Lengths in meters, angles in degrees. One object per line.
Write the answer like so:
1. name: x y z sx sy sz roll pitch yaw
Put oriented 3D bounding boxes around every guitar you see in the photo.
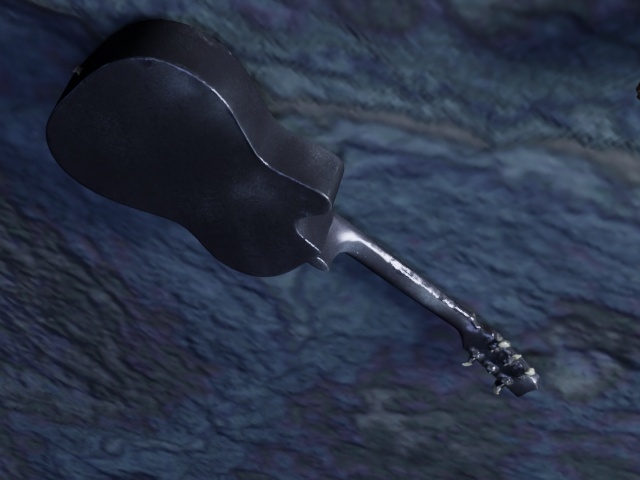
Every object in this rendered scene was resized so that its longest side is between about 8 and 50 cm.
1. guitar: 0.000 0.000 0.548 0.233 0.025 0.088 36 138 -20

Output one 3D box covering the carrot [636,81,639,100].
1. carrot: 0.220 -0.050 0.370 0.271 0.066 0.062 6 97 21
